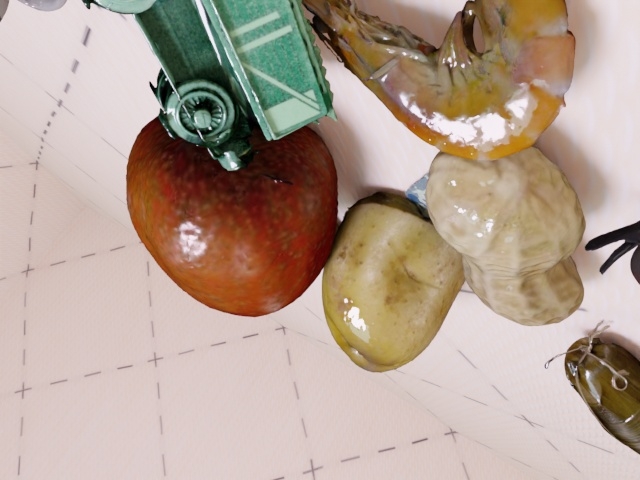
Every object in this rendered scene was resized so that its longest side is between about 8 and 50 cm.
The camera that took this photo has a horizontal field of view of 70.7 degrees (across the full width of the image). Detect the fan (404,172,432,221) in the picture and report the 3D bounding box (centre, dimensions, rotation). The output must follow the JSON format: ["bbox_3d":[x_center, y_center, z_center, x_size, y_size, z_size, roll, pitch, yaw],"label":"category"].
[{"bbox_3d":[0.173,-0.036,0.609,0.131,0.009,0.240,30,162,15],"label":"fan"}]

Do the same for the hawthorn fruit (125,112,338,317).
[{"bbox_3d":[-0.115,-0.021,0.658,0.285,0.285,0.369,25,142,23],"label":"hawthorn fruit"}]

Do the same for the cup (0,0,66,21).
[{"bbox_3d":[-0.472,-0.384,0.544,0.301,0.227,0.257,11,169,-30],"label":"cup"}]

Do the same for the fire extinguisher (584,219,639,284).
[{"bbox_3d":[0.363,0.064,0.434,0.268,0.089,0.072,40,-156,-19],"label":"fire extinguisher"}]

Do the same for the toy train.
[{"bbox_3d":[-0.099,-0.192,0.383,0.115,0.154,0.269,55,172,52],"label":"toy train"}]

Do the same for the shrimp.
[{"bbox_3d":[0.079,-0.161,0.364,0.249,0.068,0.150,32,132,20],"label":"shrimp"}]

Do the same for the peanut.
[{"bbox_3d":[0.211,0.003,0.485,0.136,0.120,0.298,21,161,44],"label":"peanut"}]

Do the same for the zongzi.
[{"bbox_3d":[0.442,0.240,0.718,0.248,0.111,0.241,39,167,1],"label":"zongzi"}]

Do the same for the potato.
[{"bbox_3d":[0.101,0.088,0.713,0.242,0.242,0.285,28,160,15],"label":"potato"}]

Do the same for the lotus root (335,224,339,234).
[{"bbox_3d":[0.000,0.000,0.858,0.191,0.108,0.094,34,-160,-34],"label":"lotus root"}]
